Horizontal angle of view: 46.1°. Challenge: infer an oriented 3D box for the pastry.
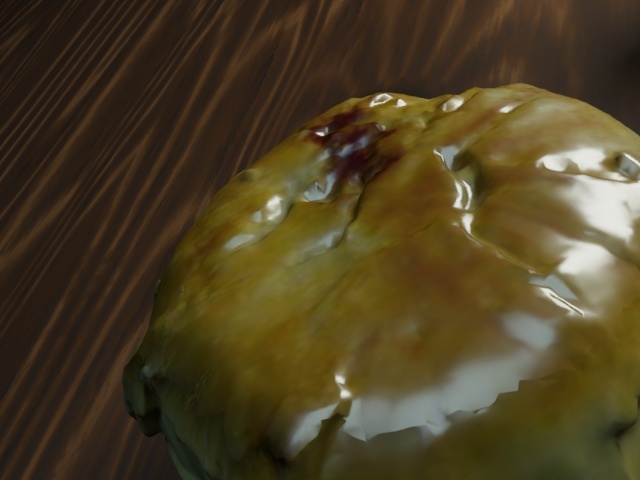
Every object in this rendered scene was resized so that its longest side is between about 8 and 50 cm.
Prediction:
[{"bbox_3d":[0.069,0.070,0.518,0.409,0.245,0.409,-16,38,13],"label":"pastry"}]
